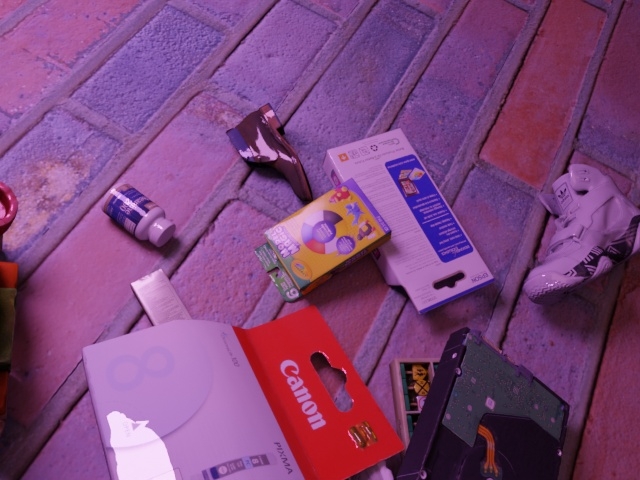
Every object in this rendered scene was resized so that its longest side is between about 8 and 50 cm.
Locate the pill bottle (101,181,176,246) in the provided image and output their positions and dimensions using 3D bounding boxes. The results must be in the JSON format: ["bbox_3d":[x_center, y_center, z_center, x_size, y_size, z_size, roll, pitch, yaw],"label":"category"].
[{"bbox_3d":[-0.314,-0.043,0.988,0.120,0.067,0.067,36,61,7],"label":"pill bottle"}]

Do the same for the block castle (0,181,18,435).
[{"bbox_3d":[-0.558,0.124,0.722,0.303,0.213,0.452,5,61,-29],"label":"block castle"}]

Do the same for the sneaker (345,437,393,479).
[{"bbox_3d":[0.054,0.416,0.812,0.115,0.105,0.281,-4,65,-15],"label":"sneaker"}]

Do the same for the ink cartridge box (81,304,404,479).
[{"bbox_3d":[-0.112,0.232,0.818,0.385,0.091,0.308,-17,47,-21],"label":"ink cartridge box"}]

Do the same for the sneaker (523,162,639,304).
[{"bbox_3d":[0.493,-0.020,1.122,0.366,0.137,0.210,-22,69,-27],"label":"sneaker"}]

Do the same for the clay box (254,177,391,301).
[{"bbox_3d":[0.000,0.000,1.014,0.222,0.053,0.127,-33,72,-7],"label":"clay box"}]

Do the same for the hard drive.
[{"bbox_3d":[0.250,0.327,0.859,0.237,0.064,0.338,39,51,-9],"label":"hard drive"}]

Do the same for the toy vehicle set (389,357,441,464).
[{"bbox_3d":[0.211,0.327,0.932,0.166,0.035,0.266,1,63,-12],"label":"toy vehicle set"}]

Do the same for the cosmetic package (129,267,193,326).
[{"bbox_3d":[-0.259,0.110,0.936,0.060,0.041,0.115,-27,72,-22],"label":"cosmetic package"}]

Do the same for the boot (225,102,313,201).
[{"bbox_3d":[-0.098,-0.152,1.105,0.106,0.082,0.219,-26,74,0],"label":"boot"}]

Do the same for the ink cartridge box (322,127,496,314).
[{"bbox_3d":[0.162,-0.041,1.095,0.176,0.069,0.370,-20,67,-20],"label":"ink cartridge box"}]
